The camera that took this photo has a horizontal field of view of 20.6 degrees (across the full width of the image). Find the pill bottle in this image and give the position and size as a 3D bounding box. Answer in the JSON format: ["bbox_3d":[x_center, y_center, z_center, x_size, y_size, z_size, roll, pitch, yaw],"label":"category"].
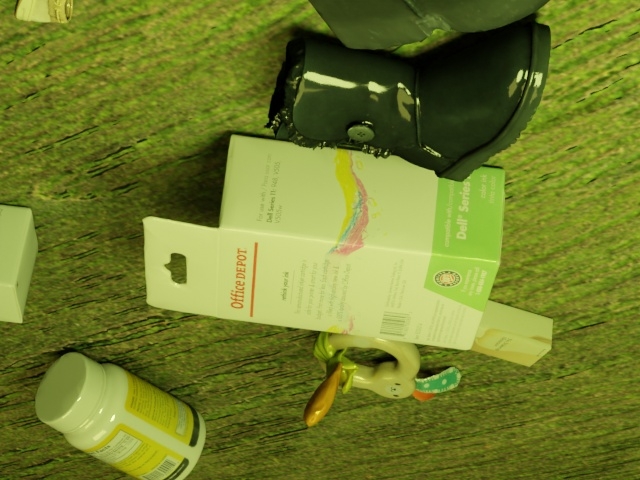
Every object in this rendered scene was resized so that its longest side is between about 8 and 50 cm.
[{"bbox_3d":[-0.259,0.231,2.285,0.119,0.119,0.208,-19,140,38],"label":"pill bottle"}]

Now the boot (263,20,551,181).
[{"bbox_3d":[0.072,-0.137,1.594,0.207,0.094,0.246,12,156,-15],"label":"boot"}]

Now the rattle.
[{"bbox_3d":[0.079,0.188,2.117,0.130,0.143,0.199,-32,128,23],"label":"rattle"}]

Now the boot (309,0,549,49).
[{"bbox_3d":[0.083,-0.281,1.228,0.367,0.146,0.445,6,158,30],"label":"boot"}]

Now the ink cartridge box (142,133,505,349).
[{"bbox_3d":[0.000,0.000,1.824,0.353,0.119,0.207,7,151,-1],"label":"ink cartridge box"}]

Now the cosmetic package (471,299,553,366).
[{"bbox_3d":[0.204,0.104,2.029,0.115,0.041,0.060,16,149,-13],"label":"cosmetic package"}]

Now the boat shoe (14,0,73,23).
[{"bbox_3d":[-0.225,-0.239,1.534,0.059,0.063,0.170,13,159,-13],"label":"boat shoe"}]

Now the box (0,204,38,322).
[{"bbox_3d":[-0.370,0.024,1.974,0.087,0.101,0.102,7,152,1],"label":"box"}]
